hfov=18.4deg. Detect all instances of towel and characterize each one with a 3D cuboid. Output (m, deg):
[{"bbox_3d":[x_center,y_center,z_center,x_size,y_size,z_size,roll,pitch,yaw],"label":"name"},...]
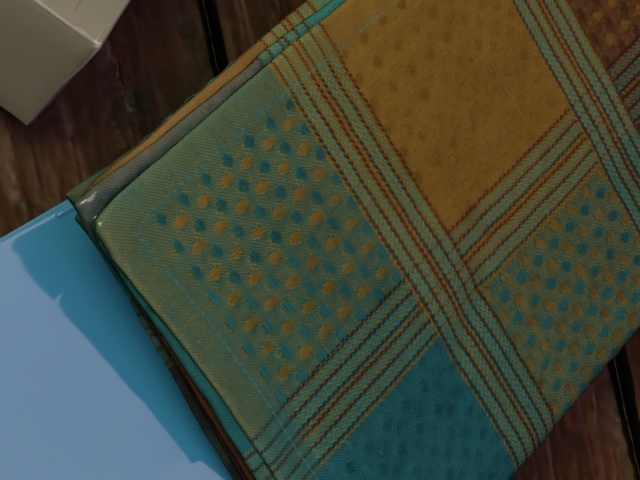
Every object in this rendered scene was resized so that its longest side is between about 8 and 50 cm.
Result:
[{"bbox_3d":[0.063,-0.015,1.005,0.370,0.040,0.271,-44,116,-32],"label":"towel"}]

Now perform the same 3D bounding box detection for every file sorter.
[{"bbox_3d":[-0.127,0.079,0.979,0.118,0.104,0.170,-32,95,-19],"label":"file sorter"}]

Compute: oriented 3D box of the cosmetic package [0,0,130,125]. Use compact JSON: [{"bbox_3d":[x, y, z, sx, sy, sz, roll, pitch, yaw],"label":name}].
[{"bbox_3d":[-0.192,-0.183,0.970,0.238,0.107,0.127,33,56,-12],"label":"cosmetic package"}]
